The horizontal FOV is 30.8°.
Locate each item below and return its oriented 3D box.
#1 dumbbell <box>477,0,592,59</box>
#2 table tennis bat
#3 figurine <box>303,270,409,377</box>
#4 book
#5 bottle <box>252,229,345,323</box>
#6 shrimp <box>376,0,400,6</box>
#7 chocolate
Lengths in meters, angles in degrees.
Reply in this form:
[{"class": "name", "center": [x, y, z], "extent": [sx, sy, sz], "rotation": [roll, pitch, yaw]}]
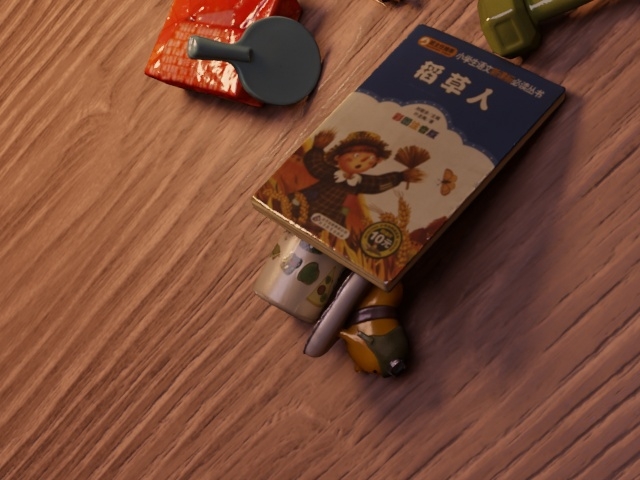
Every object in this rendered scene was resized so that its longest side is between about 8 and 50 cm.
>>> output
[{"class": "dumbbell", "center": [0.389, -0.377, 1.758], "extent": [0.302, 0.121, 0.108], "rotation": [-22, 24, 25]}, {"class": "table tennis bat", "center": [-0.110, -0.312, 1.982], "extent": [0.040, 0.244, 0.152], "rotation": [-171, 86, -65]}, {"class": "figurine", "center": [0.100, 0.110, 1.775], "extent": [0.141, 0.166, 0.250], "rotation": [33, 79, 12]}, {"class": "book", "center": [0.134, -0.141, 1.794], "extent": [0.300, 0.039, 0.428], "rotation": [31, 70, 34]}, {"class": "bottle", "center": [0.000, 0.000, 1.869], "extent": [0.120, 0.120, 0.253], "rotation": [31, 91, 35]}, {"class": "shrimp", "center": [0.081, -0.510, 2.030], "extent": [0.152, 0.063, 0.287], "rotation": [-42, 55, -1]}, {"class": "chocolate", "center": [-0.170, -0.367, 2.103], "extent": [0.237, 0.108, 0.234], "rotation": [17, 84, 36]}]
